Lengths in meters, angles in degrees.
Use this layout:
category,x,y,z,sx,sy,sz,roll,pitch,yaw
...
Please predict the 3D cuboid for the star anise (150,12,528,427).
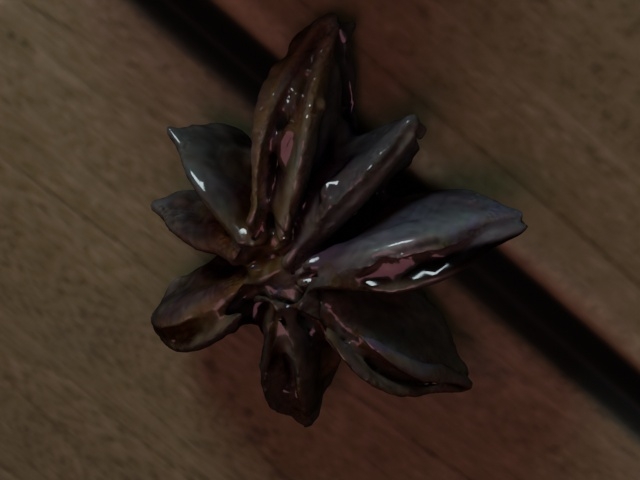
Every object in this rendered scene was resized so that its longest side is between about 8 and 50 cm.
category,x,y,z,sx,sy,sz,roll,pitch,yaw
star anise,0.000,0.000,1.041,0.229,0.093,0.236,0,114,23
